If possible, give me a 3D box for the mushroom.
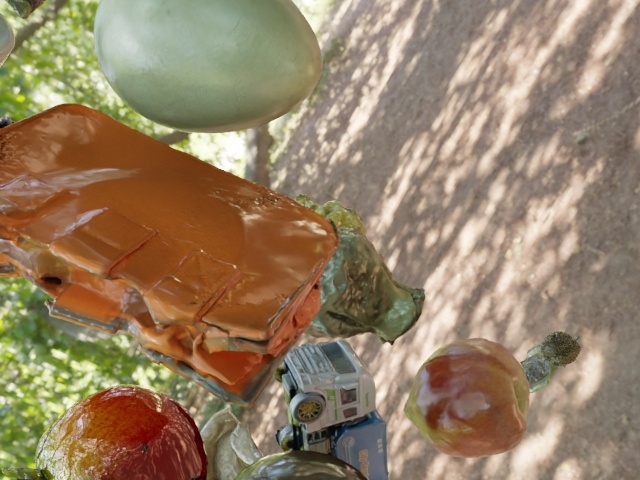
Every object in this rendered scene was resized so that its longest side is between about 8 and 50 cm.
[{"bbox_3d":[-0.161,0.449,1.423,0.151,0.156,0.286,-29,44,-17],"label":"mushroom"}]

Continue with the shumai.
[{"bbox_3d":[0.078,0.102,1.466,0.261,0.222,0.225,-8,-64,-65],"label":"shumai"}]

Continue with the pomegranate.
[{"bbox_3d":[-0.252,0.281,0.926,0.210,0.235,0.210,15,109,51],"label":"pomegranate"}]

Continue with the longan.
[{"bbox_3d":[-0.029,0.425,1.105,0.258,0.258,0.258,-57,15,24],"label":"longan"}]

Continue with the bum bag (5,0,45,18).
[{"bbox_3d":[-0.538,-0.523,1.499,0.060,0.106,0.232,-12,32,39],"label":"bum bag"}]

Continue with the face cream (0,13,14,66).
[{"bbox_3d":[-0.532,-0.224,1.084,0.252,0.101,0.101,-39,25,34],"label":"face cream"}]

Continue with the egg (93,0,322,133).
[{"bbox_3d":[-0.135,-0.236,0.937,0.218,0.296,0.218,18,-90,-73],"label":"egg"}]

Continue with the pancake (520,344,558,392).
[{"bbox_3d":[0.498,0.298,1.767,0.116,0.023,0.129,-20,38,57],"label":"pancake"}]

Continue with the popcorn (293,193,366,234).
[{"bbox_3d":[0.002,-0.001,1.762,0.218,0.189,0.169,-15,46,44],"label":"popcorn"}]

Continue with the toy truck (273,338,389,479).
[{"bbox_3d":[0.017,0.351,1.358,0.146,0.175,0.367,-130,30,-57],"label":"toy truck"}]

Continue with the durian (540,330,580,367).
[{"bbox_3d":[0.519,0.232,1.652,0.091,0.080,0.080,-39,15,1],"label":"durian"}]

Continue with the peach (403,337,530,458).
[{"bbox_3d":[0.272,0.309,1.484,0.257,0.232,0.232,-6,49,31],"label":"peach"}]

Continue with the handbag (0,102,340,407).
[{"bbox_3d":[-0.198,-0.002,0.872,0.303,0.410,0.116,-51,-16,-60],"label":"handbag"}]

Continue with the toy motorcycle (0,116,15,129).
[{"bbox_3d":[-0.692,-0.209,1.633,0.215,0.123,0.080,30,135,54],"label":"toy motorcycle"}]
